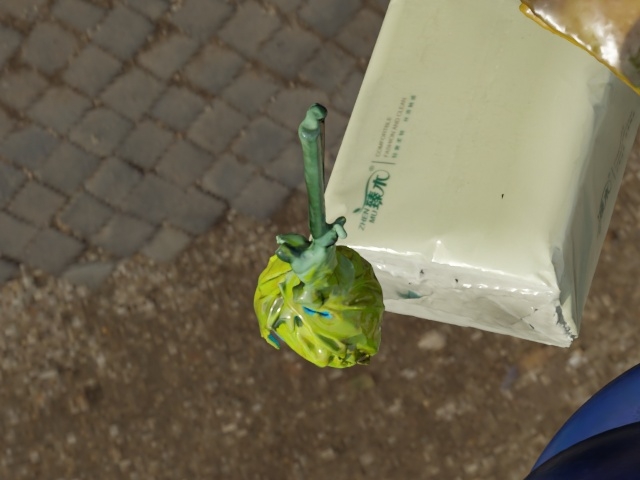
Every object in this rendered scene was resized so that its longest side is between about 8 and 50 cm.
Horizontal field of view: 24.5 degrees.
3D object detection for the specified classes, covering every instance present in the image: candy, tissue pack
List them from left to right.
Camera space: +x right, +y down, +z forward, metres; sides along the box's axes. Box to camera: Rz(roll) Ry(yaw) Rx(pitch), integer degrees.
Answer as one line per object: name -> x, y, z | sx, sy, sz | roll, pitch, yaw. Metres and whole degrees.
candy -> -0.002, 0.002, 0.780 | 0.077, 0.073, 0.262 | 7, 156, 5
tissue pack -> 0.189, -0.100, 1.635 | 0.297, 0.380, 0.207 | 10, 160, 23

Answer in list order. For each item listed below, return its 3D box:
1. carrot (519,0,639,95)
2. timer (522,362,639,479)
carrot -> 0.309, -0.203, 1.142 | 0.341, 0.241, 0.241 | -16, 140, 23
timer -> 0.156, 0.137, 0.509 | 0.270, 0.270, 0.383 | -37, 157, 12
